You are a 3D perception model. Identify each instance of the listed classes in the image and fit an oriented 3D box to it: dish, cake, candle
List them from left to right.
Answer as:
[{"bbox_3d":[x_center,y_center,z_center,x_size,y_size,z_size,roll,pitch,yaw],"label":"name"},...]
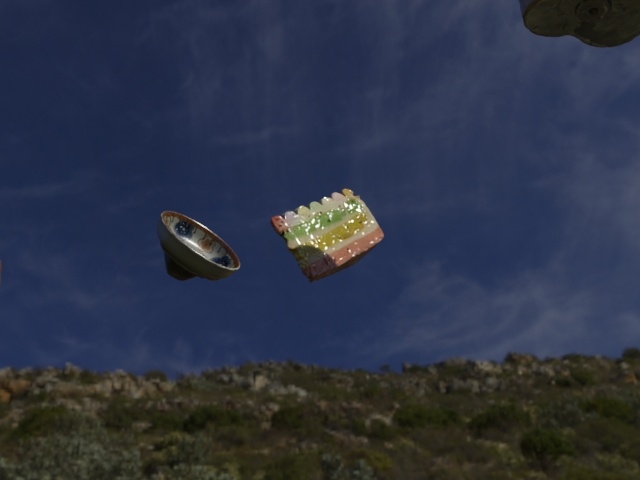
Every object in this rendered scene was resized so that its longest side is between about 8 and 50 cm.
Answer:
[{"bbox_3d":[-0.199,0.028,1.281,0.141,0.141,0.078,29,-77,-33],"label":"dish"},{"bbox_3d":[0.016,-0.012,1.294,0.090,0.109,0.225,-37,-8,20],"label":"cake"},{"bbox_3d":[0.385,-0.349,1.199,0.192,0.068,0.168,6,-28,-13],"label":"candle"}]
